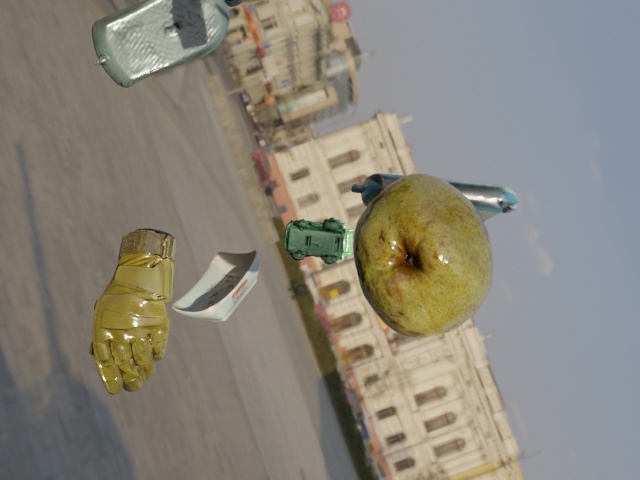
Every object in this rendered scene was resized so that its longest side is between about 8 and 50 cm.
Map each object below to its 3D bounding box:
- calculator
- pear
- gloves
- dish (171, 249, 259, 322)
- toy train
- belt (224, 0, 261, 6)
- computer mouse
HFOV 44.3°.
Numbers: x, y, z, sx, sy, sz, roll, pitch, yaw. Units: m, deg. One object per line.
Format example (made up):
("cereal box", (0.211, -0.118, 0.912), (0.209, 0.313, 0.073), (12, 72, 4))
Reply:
("calculator", (0.199, -0.075, 1.386), (0.173, 0.293, 0.051), (104, -8, -86))
("pear", (0.142, 0.019, 1.094), (0.211, 0.188, 0.228), (-10, 85, -79))
("gloves", (-0.370, 0.141, 1.562), (0.141, 0.154, 0.331), (130, -29, -74))
("dish", (-0.237, 0.118, 1.895), (0.212, 0.151, 0.077), (-53, 127, -38))
("toy train", (0.000, 0.000, 1.672), (0.081, 0.149, 0.099), (25, 68, -88))
("belt", (-0.146, -0.521, 1.473), (0.190, 0.082, 0.141), (-19, -91, 69))
("computer mouse", (-0.411, -0.526, 2.000), (0.122, 0.371, 0.188), (30, -34, 61))
